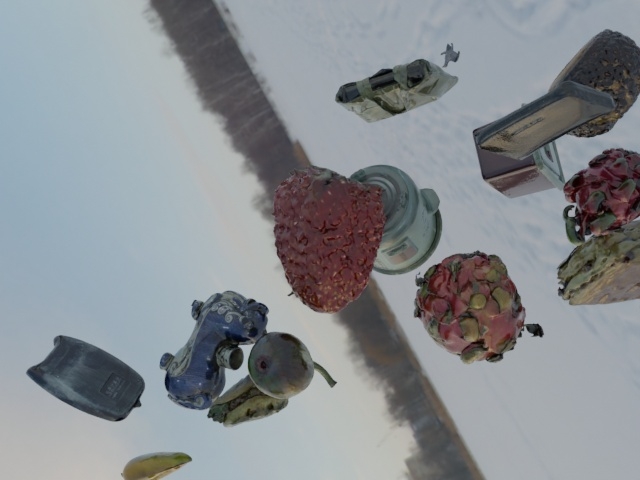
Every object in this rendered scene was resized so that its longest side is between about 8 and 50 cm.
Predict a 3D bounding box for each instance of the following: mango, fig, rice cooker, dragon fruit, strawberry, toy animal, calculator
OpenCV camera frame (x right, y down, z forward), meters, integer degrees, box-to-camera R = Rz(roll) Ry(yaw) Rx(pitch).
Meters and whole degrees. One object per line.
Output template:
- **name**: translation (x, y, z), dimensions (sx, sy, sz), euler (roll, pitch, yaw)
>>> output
- **mango**: translation (-0.381, 0.521, 1.756), dimensions (0.101, 0.187, 0.066), euler (21, -127, -61)
- **fig**: translation (-0.045, 0.278, 1.660), dimensions (0.245, 0.149, 0.149), euler (18, -144, -48)
- **rice cooker**: translation (0.185, -0.053, 2.098), dimensions (0.264, 0.316, 0.317), euler (63, -177, 31)
- **dragon fruit**: translation (0.678, -0.112, 1.800), dimensions (0.272, 0.218, 0.198), euler (-26, -62, -49)
- **strawberry**: translation (-0.001, 0.000, 1.803), dimensions (0.292, 0.344, 0.292), euler (18, 167, 4)
- **toy animal**: translation (0.267, -0.386, 1.594), dimensions (0.028, 0.050, 0.084), euler (39, -164, -20)
- **dragon fruit**: translation (0.354, 0.155, 1.770), dimensions (0.269, 0.250, 0.291), euler (57, 173, 21)
- **calculator**: translation (-0.542, 0.327, 1.801), dimensions (0.268, 0.040, 0.177), euler (30, -145, -5)

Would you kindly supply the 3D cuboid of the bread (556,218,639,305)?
- **bread**: translation (0.802, 0.048, 2.027), dimensions (0.277, 0.324, 0.167), euler (117, 146, -53)

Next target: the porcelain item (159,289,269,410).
- **porcelain item**: translation (-0.233, 0.251, 1.726), dimensions (0.186, 0.288, 0.138), euler (9, 151, 37)

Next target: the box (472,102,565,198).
- **box**: translation (0.538, -0.226, 2.062), dimensions (0.294, 0.167, 0.194), euler (18, -123, -58)

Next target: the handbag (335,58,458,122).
- **handbag**: translation (0.219, -0.422, 2.165), dimensions (0.253, 0.315, 0.109), euler (6, -109, -67)

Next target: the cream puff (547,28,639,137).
- **cream puff**: translation (0.600, -0.333, 1.655), dimensions (0.164, 0.239, 0.239), euler (39, 179, 7)

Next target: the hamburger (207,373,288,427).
- **hamburger**: translation (-0.189, 0.411, 1.989), dimensions (0.183, 0.206, 0.130), euler (36, -145, -71)

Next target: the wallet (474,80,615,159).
- **wallet**: translation (0.414, -0.220, 1.440), dimensions (0.149, 0.250, 0.044), euler (9, -113, -35)
